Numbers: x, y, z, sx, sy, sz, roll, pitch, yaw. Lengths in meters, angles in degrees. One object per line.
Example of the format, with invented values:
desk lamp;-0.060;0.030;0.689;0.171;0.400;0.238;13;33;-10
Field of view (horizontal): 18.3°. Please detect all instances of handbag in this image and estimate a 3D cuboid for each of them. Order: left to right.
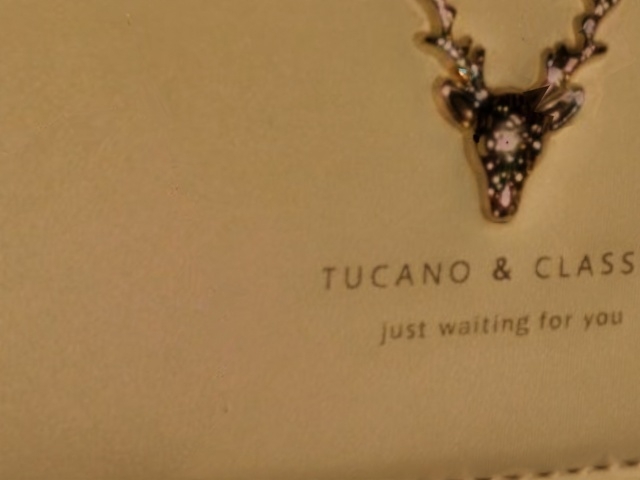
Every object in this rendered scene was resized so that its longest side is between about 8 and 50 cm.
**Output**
handbag;0.000;0.000;0.421;0.359;0.236;0.160;-2;16;-25
